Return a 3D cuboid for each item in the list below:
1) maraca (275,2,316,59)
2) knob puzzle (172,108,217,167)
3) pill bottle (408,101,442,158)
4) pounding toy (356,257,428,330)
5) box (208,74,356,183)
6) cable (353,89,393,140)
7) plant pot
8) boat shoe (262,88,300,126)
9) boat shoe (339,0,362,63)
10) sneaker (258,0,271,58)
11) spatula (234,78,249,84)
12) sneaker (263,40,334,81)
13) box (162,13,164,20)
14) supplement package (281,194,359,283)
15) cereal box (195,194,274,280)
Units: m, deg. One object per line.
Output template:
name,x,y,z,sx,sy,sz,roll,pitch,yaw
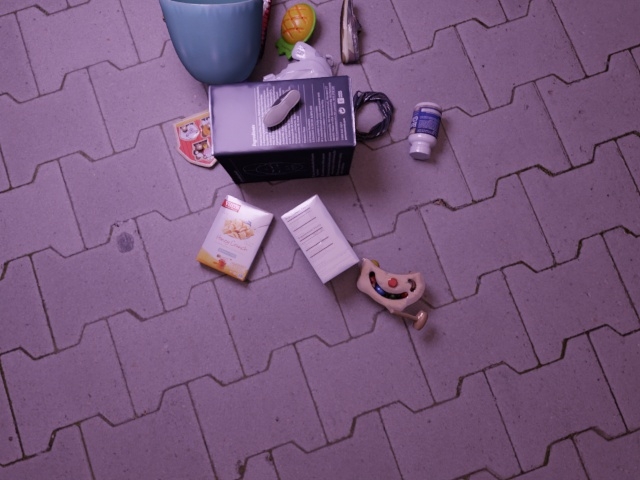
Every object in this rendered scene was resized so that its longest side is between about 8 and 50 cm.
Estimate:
maraca,-0.085,-0.717,1.370,0.127,0.099,0.185,35,105,23
knob puzzle,-0.399,-0.339,1.347,0.214,0.030,0.212,-1,85,6
pill bottle,0.344,-0.361,1.330,0.094,0.094,0.169,12,83,1
pounding toy,0.239,0.144,1.243,0.270,0.155,0.154,34,89,4
box,-0.105,-0.323,1.226,0.396,0.293,0.211,-5,83,-1
cable,0.167,-0.419,1.366,0.151,0.047,0.184,16,81,-3
plant pot,-0.310,-0.616,1.203,0.294,0.235,0.292,1,44,-1
boat shoe,-0.108,-0.353,1.062,0.125,0.038,0.046,-48,128,0
boat shoe,0.106,-0.724,1.382,0.074,0.080,0.223,1,89,-5
sneaker,-0.227,-0.777,1.355,0.112,0.121,0.298,10,84,-9
spatula,-0.302,-0.651,1.393,0.084,0.030,0.296,-7,83,-2
sneaker,-0.120,-0.528,1.331,0.367,0.137,0.210,-1,83,-5
box,-0.475,-0.875,1.422,0.165,0.021,0.201,0,84,-1
supplement package,0.000,0.000,1.267,0.134,0.139,0.244,-32,85,-2
cereal box,-0.277,-0.009,1.313,0.173,0.047,0.240,23,84,2
